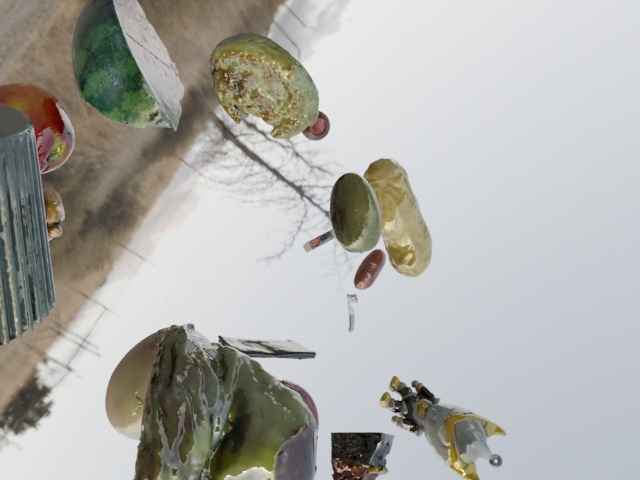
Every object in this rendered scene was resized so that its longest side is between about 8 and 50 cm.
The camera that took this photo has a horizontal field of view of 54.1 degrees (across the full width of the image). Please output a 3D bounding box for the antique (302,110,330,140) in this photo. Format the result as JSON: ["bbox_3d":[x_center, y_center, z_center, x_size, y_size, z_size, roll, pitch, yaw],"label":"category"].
[{"bbox_3d":[-0.017,-0.375,2.041,0.104,0.104,0.104,-42,-160,19],"label":"antique"}]

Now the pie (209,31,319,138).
[{"bbox_3d":[-0.135,-0.359,1.483,0.302,0.302,0.067,-20,-143,54],"label":"pie"}]

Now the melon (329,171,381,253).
[{"bbox_3d":[0.066,-0.054,1.201,0.099,0.099,0.162,-25,-110,49],"label":"melon"}]

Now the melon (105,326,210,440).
[{"bbox_3d":[-0.368,0.335,1.466,0.317,0.223,0.223,-43,-160,24],"label":"melon"}]

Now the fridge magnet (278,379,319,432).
[{"bbox_3d":[-0.177,0.666,2.225,0.364,0.363,0.155,-52,-154,-8],"label":"fridge magnet"}]

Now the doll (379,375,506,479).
[{"bbox_3d":[0.293,0.436,1.487,0.145,0.316,0.103,-45,161,-52],"label":"doll"}]

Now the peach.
[{"bbox_3d":[-0.693,-0.262,1.460,0.190,0.226,0.196,-39,163,-52],"label":"peach"}]

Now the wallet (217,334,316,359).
[{"bbox_3d":[-0.165,0.328,1.913,0.146,0.285,0.030,25,-77,54],"label":"wallet"}]

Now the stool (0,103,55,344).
[{"bbox_3d":[-0.586,-0.035,0.990,0.297,0.296,0.330,-94,-168,-64],"label":"stool"}]

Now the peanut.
[{"bbox_3d":[0.187,-0.049,1.552,0.147,0.319,0.147,-18,-161,7],"label":"peanut"}]

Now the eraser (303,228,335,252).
[{"bbox_3d":[0.000,0.000,1.692,0.099,0.027,0.019,-27,-174,0],"label":"eraser"}]

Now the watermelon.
[{"bbox_3d":[-0.476,-0.396,1.431,0.222,0.319,0.292,-23,-148,15],"label":"watermelon"}]

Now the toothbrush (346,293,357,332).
[{"bbox_3d":[0.076,0.175,1.489,0.276,0.025,0.019,82,2,-66],"label":"toothbrush"}]

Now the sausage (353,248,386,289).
[{"bbox_3d":[0.158,0.092,2.011,0.077,0.077,0.194,-33,-168,37],"label":"sausage"}]

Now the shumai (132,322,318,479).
[{"bbox_3d":[-0.132,0.287,0.932,0.304,0.263,0.310,-103,-157,-72],"label":"shumai"}]

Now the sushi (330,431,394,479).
[{"bbox_3d":[0.110,0.622,1.766,0.172,0.153,0.151,-5,-111,21],"label":"sushi"}]

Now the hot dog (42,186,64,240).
[{"bbox_3d":[-0.625,-0.057,1.434,0.100,0.068,0.249,-58,-151,2],"label":"hot dog"}]
